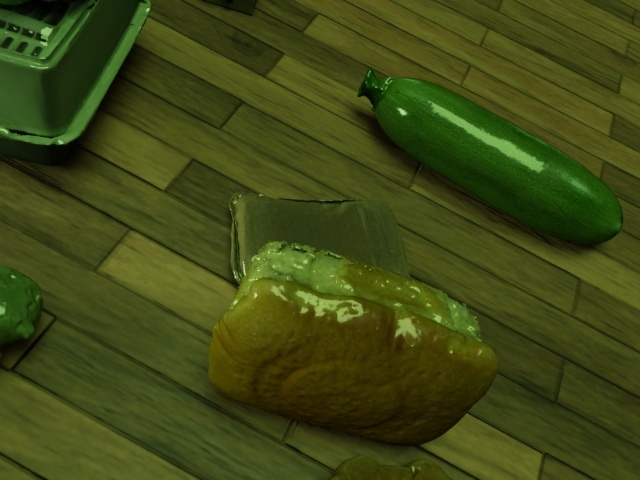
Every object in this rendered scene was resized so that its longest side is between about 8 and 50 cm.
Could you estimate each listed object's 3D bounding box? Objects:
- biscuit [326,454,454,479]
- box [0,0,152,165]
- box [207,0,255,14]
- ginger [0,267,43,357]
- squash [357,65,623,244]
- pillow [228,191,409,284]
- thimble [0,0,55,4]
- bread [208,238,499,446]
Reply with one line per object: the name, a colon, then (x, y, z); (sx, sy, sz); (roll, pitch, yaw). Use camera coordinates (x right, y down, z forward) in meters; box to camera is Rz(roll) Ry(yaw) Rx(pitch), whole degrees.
biscuit: (0.076, 0.301, 0.496); (0.184, 0.035, 0.248); (10, 47, -25)
box: (-0.327, -0.232, 0.669); (0.221, 0.166, 0.290); (16, 54, -6)
box: (-0.130, -0.385, 0.917); (0.079, 0.035, 0.083); (15, 55, -7)
ginger: (-0.355, 0.120, 0.477); (0.137, 0.089, 0.290); (18, 46, 18)
squash: (0.220, -0.107, 0.794); (0.395, 0.107, 0.107); (32, 54, 4)
pillow: (0.001, 0.002, 0.697); (0.211, 0.034, 0.135); (3, 52, -17)
thimble: (-0.302, -0.327, 0.545); (0.219, 0.150, 0.219); (9, 54, -13)
bread: (0.026, 0.098, 0.552); (0.246, 0.174, 0.121); (22, 48, -11)
